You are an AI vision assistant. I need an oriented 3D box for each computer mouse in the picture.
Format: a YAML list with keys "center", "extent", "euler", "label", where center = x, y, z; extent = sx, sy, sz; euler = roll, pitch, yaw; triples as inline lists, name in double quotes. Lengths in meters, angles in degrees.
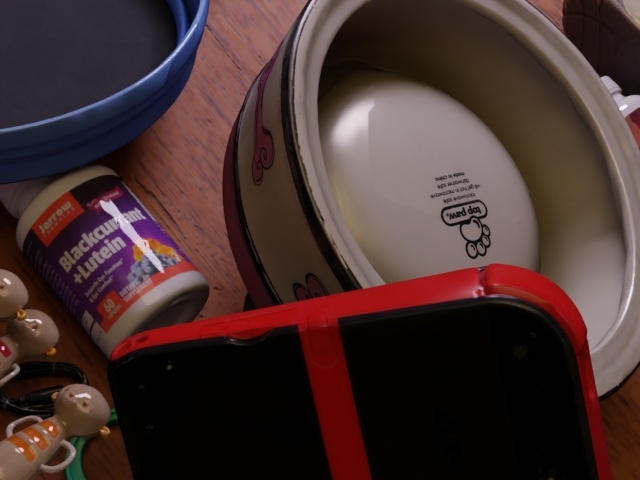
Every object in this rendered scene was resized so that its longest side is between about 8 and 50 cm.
- center: [-0.309, 0.149, 1.340]
  extent: [0.242, 0.041, 0.071]
  euler: [-20, 67, -19]
  label: "computer mouse"

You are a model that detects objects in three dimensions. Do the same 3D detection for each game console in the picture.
- center: [0.049, 0.223, 1.186]
  extent: [0.342, 0.060, 0.386]
  euler: [-10, 103, 10]
  label: "game console"

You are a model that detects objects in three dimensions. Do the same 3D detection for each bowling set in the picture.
- center: [-0.288, 0.055, 1.255]
  extent: [0.154, 0.199, 0.287]
  euler: [-37, 47, -27]
  label: "bowling set"

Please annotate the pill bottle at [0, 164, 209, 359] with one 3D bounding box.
- center: [-0.194, 0.004, 1.395]
  extent: [0.108, 0.108, 0.193]
  euler: [-35, 72, -23]
  label: "pill bottle"

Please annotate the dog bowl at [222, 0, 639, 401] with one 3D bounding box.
- center: [0.095, -0.029, 1.356]
  extent: [0.408, 0.150, 0.408]
  euler: [20, 56, -32]
  label: "dog bowl"

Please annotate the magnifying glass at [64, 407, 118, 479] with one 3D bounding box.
- center: [-0.109, 0.160, 1.376]
  extent: [0.231, 0.026, 0.092]
  euler: [-25, 69, -18]
  label: "magnifying glass"

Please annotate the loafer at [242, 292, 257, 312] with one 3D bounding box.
- center: [0.000, 0.000, 1.438]
  extent: [0.095, 0.109, 0.302]
  euler: [24, 56, -19]
  label: "loafer"

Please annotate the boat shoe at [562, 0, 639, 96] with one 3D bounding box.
- center: [0.388, -0.152, 1.550]
  extent: [0.130, 0.132, 0.355]
  euler: [-32, 73, -22]
  label: "boat shoe"

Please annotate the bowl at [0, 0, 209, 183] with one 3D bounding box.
- center: [-0.293, -0.196, 1.442]
  extent: [0.391, 0.077, 0.391]
  euler: [0, 45, 0]
  label: "bowl"

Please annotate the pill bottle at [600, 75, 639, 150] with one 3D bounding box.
- center: [0.301, -0.080, 1.525]
  extent: [0.086, 0.086, 0.152]
  euler: [-36, 72, -23]
  label: "pill bottle"
